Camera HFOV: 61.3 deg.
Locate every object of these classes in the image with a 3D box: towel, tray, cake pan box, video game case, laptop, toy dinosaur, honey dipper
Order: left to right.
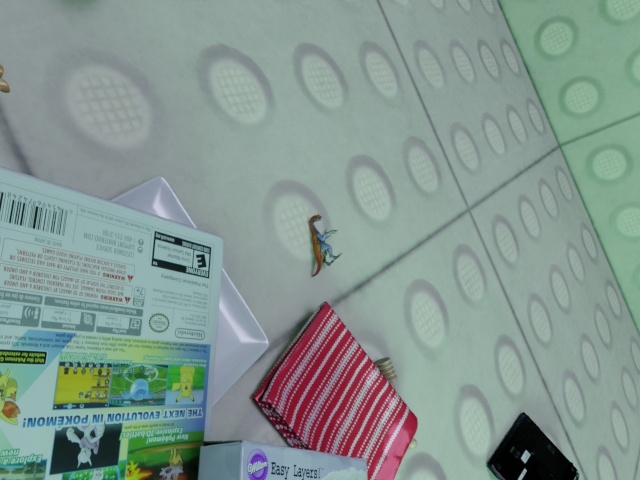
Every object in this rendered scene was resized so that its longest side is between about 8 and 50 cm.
[{"bbox_3d":[-0.222,0.106,0.497,0.329,0.036,0.299,22,65,-54],"label":"video game case"},{"bbox_3d":[-0.178,0.064,0.666,0.270,0.030,0.145,59,40,-10],"label":"tray"},{"bbox_3d":[-0.035,0.354,0.581,0.267,0.070,0.245,35,44,-47],"label":"cake pan box"},{"bbox_3d":[0.000,0.000,0.888,0.082,0.047,0.090,50,51,6],"label":"toy dinosaur"},{"bbox_3d":[0.039,0.254,0.805,0.275,0.031,0.199,53,48,-16],"label":"towel"},{"bbox_3d":[0.132,0.278,0.918,0.030,0.030,0.160,-24,95,-50],"label":"honey dipper"},{"bbox_3d":[0.456,0.556,1.164,0.264,0.136,0.234,48,36,17],"label":"laptop"}]

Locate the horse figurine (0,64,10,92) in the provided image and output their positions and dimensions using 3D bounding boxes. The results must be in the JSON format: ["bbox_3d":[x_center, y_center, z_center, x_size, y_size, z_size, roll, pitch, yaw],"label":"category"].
[{"bbox_3d":[-0.389,-0.142,0.498,0.174,0.066,0.263,23,59,-48],"label":"horse figurine"}]
